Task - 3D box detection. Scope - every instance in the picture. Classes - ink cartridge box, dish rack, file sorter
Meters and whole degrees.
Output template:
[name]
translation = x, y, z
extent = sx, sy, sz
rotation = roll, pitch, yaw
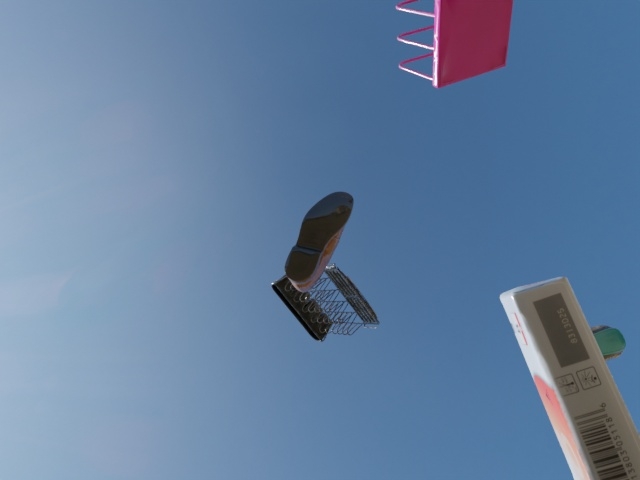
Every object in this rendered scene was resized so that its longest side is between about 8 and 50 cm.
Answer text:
[ink cartridge box]
translation = 0.181, 0.108, 0.403
extent = 0.045, 0.179, 0.145
rotation = -20, -103, 4
[dish rack]
translation = 0.014, 0.154, 1.245
extent = 0.074, 0.271, 0.208
rotation = -46, -73, -28
[file sorter]
translation = 0.285, -0.526, 1.123
extent = 0.202, 0.182, 0.290
rotation = -23, -51, -20

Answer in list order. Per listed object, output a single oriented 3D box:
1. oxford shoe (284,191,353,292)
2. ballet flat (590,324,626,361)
[oxford shoe]
translation = 0.000, 0.000, 0.935
extent = 0.076, 0.076, 0.212
rotation = 20, -116, 22
[ballet flat]
translation = 0.404, 0.179, 0.815
extent = 0.206, 0.067, 0.073
rotation = 3, -117, -28
